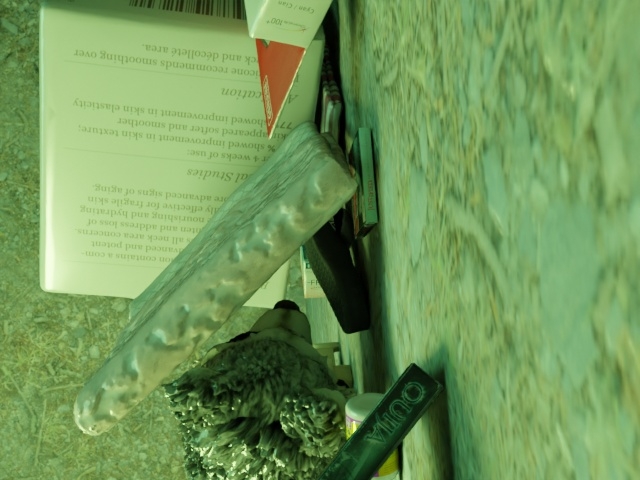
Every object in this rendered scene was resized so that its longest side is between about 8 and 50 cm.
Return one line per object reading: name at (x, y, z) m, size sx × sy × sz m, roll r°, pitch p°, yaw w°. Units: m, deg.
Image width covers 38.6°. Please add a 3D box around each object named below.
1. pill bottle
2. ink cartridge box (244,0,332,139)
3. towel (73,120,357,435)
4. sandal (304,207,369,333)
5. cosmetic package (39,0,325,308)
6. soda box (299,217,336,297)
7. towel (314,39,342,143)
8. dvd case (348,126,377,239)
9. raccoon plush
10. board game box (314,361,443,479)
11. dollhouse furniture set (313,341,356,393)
pill bottle at (0.044, 0.172, 0.759) m, size 0.043 × 0.043 × 0.083 m, roll -106°, pitch 12°, yaw -75°
ink cartridge box at (-0.052, -0.294, 0.899) m, size 0.261 × 0.066 × 0.296 m, roll 120°, pitch 149°, yaw -46°
towel at (-0.102, 0.018, 0.933) m, size 0.053 × 0.332 × 0.317 m, roll 43°, pitch -171°, yaw -12°
sandal at (0.020, 0.016, 1.030) m, size 0.254 × 0.054 × 0.097 m, roll -115°, pitch 13°, yaw -53°
cosmetic package at (-0.192, -0.163, 1.241) m, size 0.327 × 0.329 × 0.394 m, roll -100°, pitch 18°, yaw -58°
soda box at (0.000, 0.000, 1.203) m, size 0.183 × 0.058 × 0.063 m, roll -100°, pitch 8°, yaw -58°
towel at (0.010, -0.151, 1.155) m, size 0.197 × 0.029 × 0.144 m, roll -99°, pitch 9°, yaw -54°
dvd case at (0.039, -0.051, 0.857) m, size 0.119 × 0.013 × 0.087 m, roll 103°, pitch 163°, yaw -83°
raccoon plush at (-0.040, 0.286, 0.892) m, size 0.299 × 0.216 × 0.447 m, roll 99°, pitch 162°, yaw -84°
board game box at (0.002, 0.162, 0.569) m, size 0.186 × 0.026 × 0.126 m, roll -49°, pitch -9°, yaw -13°
dollhouse furniture set at (-0.047, 0.248, 1.323) m, size 0.356 × 0.173 × 0.303 m, roll -100°, pitch 7°, yaw -59°
